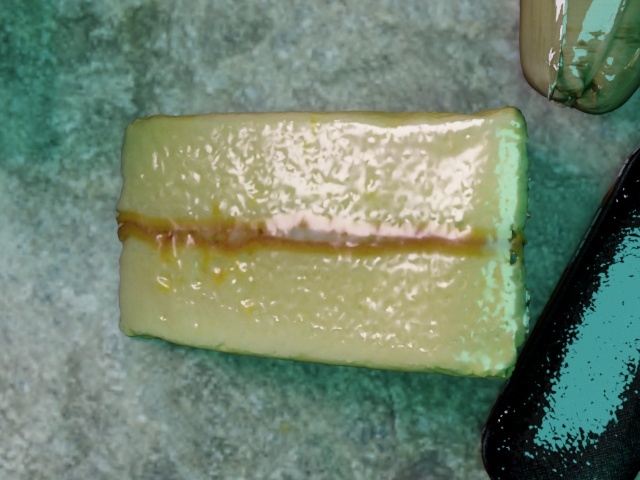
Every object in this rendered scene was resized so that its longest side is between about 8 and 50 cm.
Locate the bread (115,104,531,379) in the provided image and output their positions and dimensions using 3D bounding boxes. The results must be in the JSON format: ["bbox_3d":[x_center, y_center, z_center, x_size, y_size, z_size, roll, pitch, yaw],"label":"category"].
[{"bbox_3d":[-0.004,0.000,1.118,0.264,0.163,0.168,0,91,0],"label":"bread"}]

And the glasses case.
[{"bbox_3d":[0.197,0.057,1.166,0.103,0.067,0.267,29,89,-2],"label":"glasses case"}]

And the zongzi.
[{"bbox_3d":[0.225,-0.173,1.158,0.197,0.099,0.195,4,90,-8],"label":"zongzi"}]
